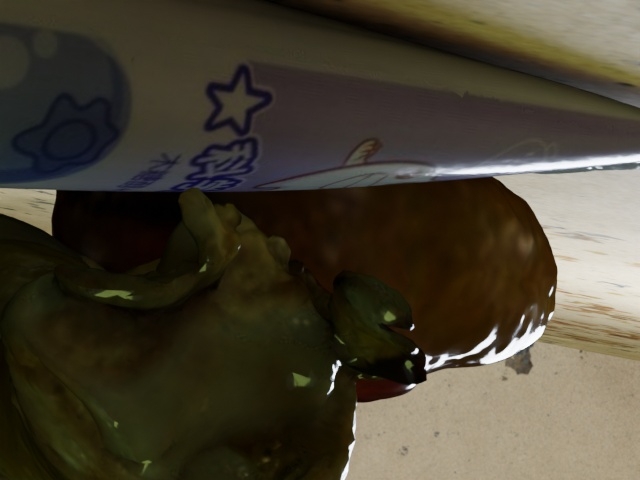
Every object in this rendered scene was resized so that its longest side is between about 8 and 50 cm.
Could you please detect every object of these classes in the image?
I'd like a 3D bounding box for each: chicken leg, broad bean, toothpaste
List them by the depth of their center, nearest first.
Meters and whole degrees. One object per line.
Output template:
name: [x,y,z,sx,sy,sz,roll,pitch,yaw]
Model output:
toothpaste: [-0.025,-0.048,0.611,0.371,0.080,0.125,4,176,-38]
chicken leg: [-0.102,0.055,0.640,0.201,0.152,0.429,43,157,-16]
broad bean: [-0.002,0.003,0.811,0.228,0.122,0.156,18,170,-40]
